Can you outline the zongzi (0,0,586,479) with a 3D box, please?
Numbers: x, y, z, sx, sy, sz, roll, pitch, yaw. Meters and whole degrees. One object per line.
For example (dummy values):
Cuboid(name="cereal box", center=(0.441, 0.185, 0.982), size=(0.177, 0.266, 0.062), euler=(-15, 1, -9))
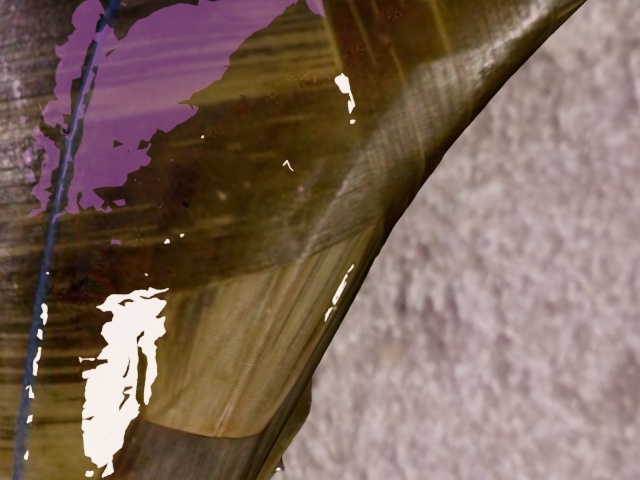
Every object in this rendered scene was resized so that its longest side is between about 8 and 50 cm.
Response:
Cuboid(name="zongzi", center=(0.000, 0.000, 0.609), size=(0.432, 0.208, 0.404), euler=(0, 91, 24))
